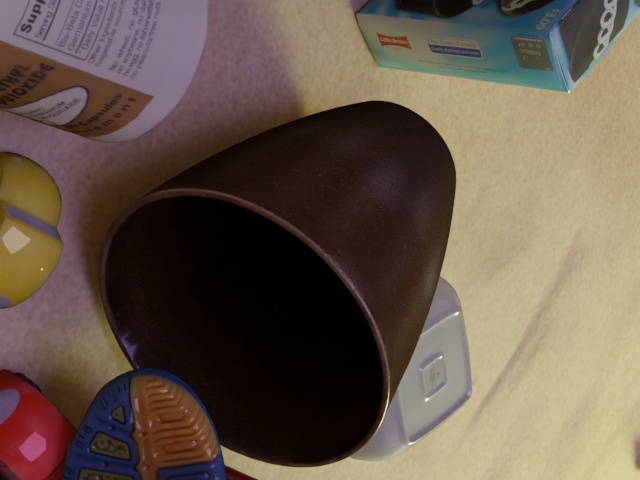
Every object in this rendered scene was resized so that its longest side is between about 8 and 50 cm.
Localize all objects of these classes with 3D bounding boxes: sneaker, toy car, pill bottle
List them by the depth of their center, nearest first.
[{"bbox_3d":[-0.184,-0.143,0.758,0.229,0.131,0.131,17,88,-47],"label":"pill bottle"},{"bbox_3d":[-0.235,0.079,0.821,0.225,0.053,0.239,-16,112,-43],"label":"toy car"},{"bbox_3d":[-0.107,0.200,0.952,0.131,0.111,0.297,-84,171,-62],"label":"sneaker"}]

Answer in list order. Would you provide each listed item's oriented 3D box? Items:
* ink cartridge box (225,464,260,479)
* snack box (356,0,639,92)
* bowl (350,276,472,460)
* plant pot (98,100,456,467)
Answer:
[{"bbox_3d":[0.048,0.277,1.009,0.060,0.275,0.239,-57,134,-19],"label":"ink cartridge box"},{"bbox_3d":[0.198,-0.243,1.090,0.322,0.187,0.060,-47,130,-28],"label":"snack box"},{"bbox_3d":[0.076,0.107,1.157,0.142,0.053,0.142,-29,119,-39],"label":"bowl"},{"bbox_3d":[0.000,0.000,0.959,0.230,0.215,0.215,-49,133,-45],"label":"plant pot"}]
